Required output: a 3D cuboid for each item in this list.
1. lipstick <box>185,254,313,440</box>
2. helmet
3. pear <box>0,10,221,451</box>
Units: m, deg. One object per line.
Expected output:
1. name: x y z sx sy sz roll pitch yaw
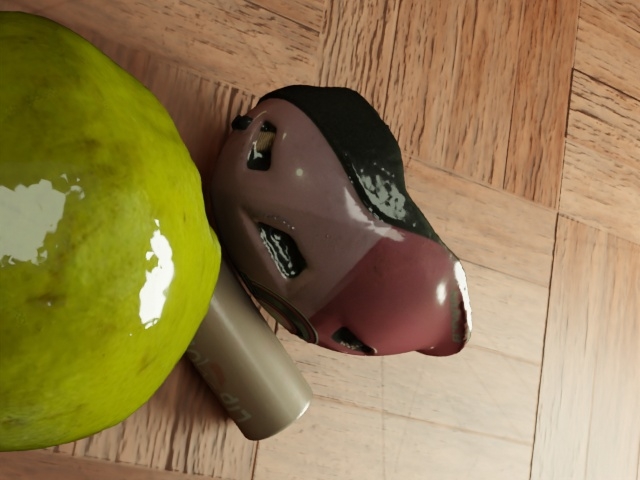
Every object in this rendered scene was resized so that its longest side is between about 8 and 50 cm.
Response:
1. lipstick: -0.100 0.043 0.924 0.070 0.070 0.254 -43 109 -32
2. helmet: 0.000 0.000 0.934 0.154 0.198 0.253 -21 105 -25
3. pear: -0.243 0.003 0.706 0.375 0.287 0.287 -9 90 -20
